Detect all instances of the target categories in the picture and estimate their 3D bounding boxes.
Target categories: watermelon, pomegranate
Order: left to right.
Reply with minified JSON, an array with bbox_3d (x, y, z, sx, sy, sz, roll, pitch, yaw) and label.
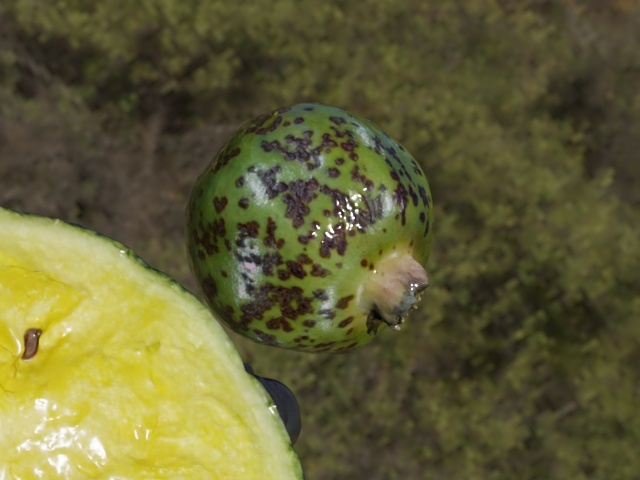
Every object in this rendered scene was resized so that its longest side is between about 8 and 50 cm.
[{"bbox_3d":[-0.186,0.156,0.963,0.331,0.189,0.331,23,46,-26],"label":"watermelon"},{"bbox_3d":[0.000,0.000,1.839,0.270,0.254,0.254,40,-1,30],"label":"pomegranate"}]

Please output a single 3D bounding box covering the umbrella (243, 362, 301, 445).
[{"bbox_3d":[-0.109,0.118,1.245,0.113,0.106,0.358,41,8,22],"label":"umbrella"}]
